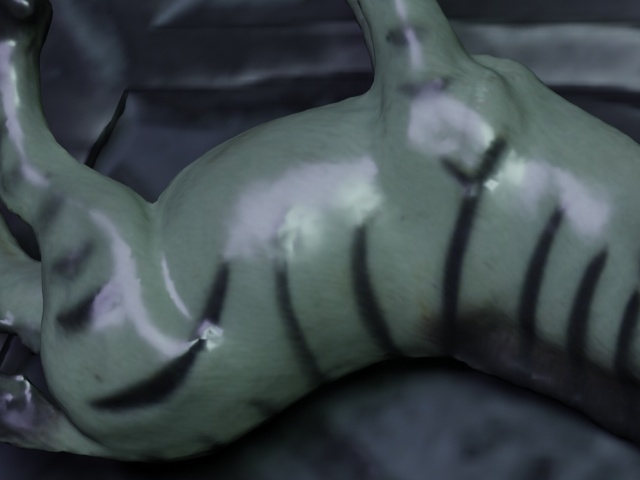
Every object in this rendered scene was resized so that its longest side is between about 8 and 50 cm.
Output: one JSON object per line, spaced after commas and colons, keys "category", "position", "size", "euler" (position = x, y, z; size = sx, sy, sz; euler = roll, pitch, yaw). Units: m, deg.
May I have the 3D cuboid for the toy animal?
{"category": "toy animal", "position": [0.003, 0.001, 0.447], "size": [0.217, 0.073, 0.176], "euler": [-28, 63, 18]}
